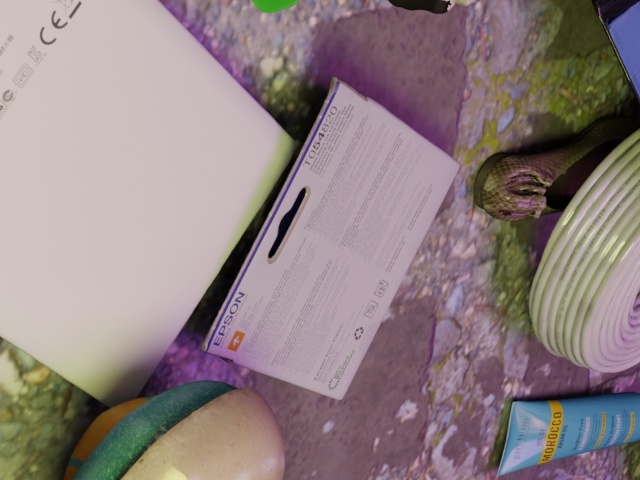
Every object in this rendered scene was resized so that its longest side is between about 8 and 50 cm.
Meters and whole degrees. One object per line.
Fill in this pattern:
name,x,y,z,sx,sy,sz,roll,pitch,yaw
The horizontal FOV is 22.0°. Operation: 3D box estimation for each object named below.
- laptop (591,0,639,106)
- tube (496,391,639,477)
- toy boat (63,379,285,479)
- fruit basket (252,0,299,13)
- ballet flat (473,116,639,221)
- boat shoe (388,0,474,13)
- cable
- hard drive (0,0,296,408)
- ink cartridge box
laptop,0.424,-0.250,1.404,0.382,0.236,0.408,-36,158,-43
tube,0.254,0.189,1.666,0.207,0.052,0.080,-3,106,-42
toy boat,-0.164,0.207,1.114,0.318,0.148,0.267,-40,166,-24
fruit basket,0.001,-0.377,0.957,0.392,0.283,0.392,-15,90,-75
ballet flat,0.237,-0.060,1.494,0.250,0.058,0.084,-13,120,-44
boat shoe,0.149,-0.330,1.189,0.340,0.127,0.158,-51,146,-15
cable,0.295,0.007,1.517,0.257,0.089,0.257,-19,138,-48
hard drive,-0.172,-0.059,1.044,0.233,0.047,0.353,-57,140,-9
ink cartridge box,0.000,0.000,1.254,0.223,0.045,0.224,-63,149,-1
